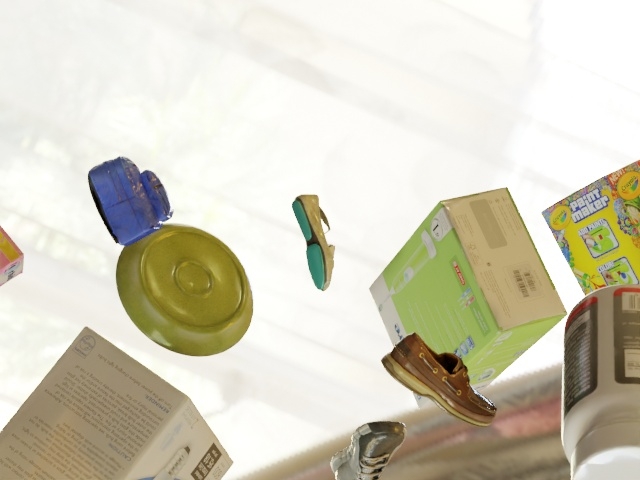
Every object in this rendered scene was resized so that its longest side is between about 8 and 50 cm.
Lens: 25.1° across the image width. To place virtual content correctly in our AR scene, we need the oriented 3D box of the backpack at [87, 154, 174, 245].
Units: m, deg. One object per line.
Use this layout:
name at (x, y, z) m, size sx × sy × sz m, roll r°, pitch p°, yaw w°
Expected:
backpack at (-0.271, -0.064, 2.042) m, size 0.101 × 0.120 × 0.098 m, roll -28°, pitch 179°, yaw -4°

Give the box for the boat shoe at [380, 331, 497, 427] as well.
boat shoe at (0.153, 0.168, 1.723) m, size 0.060 × 0.178 × 0.064 m, roll -52°, pitch -150°, yaw 9°

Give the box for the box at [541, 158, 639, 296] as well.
box at (0.576, 0.000, 2.416) m, size 0.290 × 0.279 × 0.177 m, roll -24°, pitch 174°, yaw -35°

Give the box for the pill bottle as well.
pill bottle at (0.369, 0.196, 1.717) m, size 0.283 × 0.161 × 0.161 m, roll -75°, pitch -169°, yaw -52°

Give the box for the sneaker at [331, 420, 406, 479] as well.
sneaker at (0.083, 0.376, 2.268) m, size 0.229 × 0.086 × 0.132 m, roll 121°, pitch -30°, yaw -58°

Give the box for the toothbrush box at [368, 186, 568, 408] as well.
toothbrush box at (0.201, 0.086, 2.045) m, size 0.206 × 0.122 × 0.283 m, roll 67°, pitch -30°, yaw 20°

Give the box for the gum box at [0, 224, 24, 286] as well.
gum box at (-0.462, -0.013, 1.752) m, size 0.107 × 0.188 × 0.062 m, roll -36°, pitch 169°, yaw -25°

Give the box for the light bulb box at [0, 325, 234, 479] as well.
light bulb box at (-0.363, 0.392, 2.315) m, size 0.361 × 0.225 × 0.358 m, roll -53°, pitch 158°, yaw -15°

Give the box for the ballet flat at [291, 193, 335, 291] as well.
ballet flat at (0.000, 0.000, 2.407) m, size 0.057 × 0.052 × 0.168 m, roll -19°, pitch -95°, yaw 59°

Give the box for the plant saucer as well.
plant saucer at (-0.207, 0.069, 2.287) m, size 0.037 × 0.241 × 0.241 m, roll -46°, pitch -160°, yaw 49°
